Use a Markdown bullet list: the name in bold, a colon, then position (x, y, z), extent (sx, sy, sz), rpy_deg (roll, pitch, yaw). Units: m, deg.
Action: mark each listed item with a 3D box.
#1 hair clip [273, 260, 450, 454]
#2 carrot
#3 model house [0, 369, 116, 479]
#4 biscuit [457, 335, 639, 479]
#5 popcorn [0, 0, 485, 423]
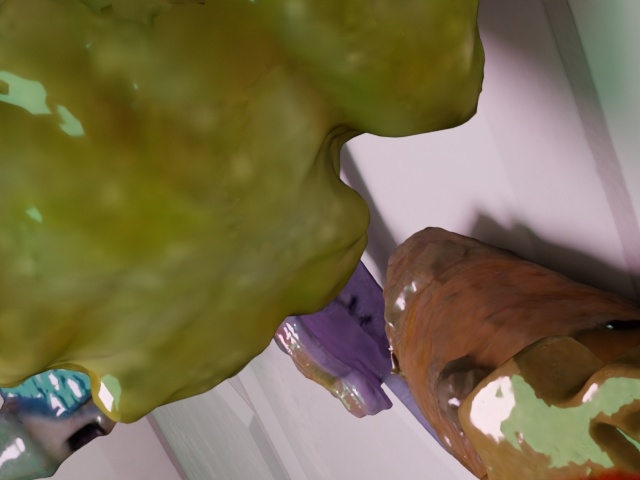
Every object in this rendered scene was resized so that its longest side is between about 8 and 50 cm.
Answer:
- **hair clip**: position (-0.014, 0.004, 1.064), extent (0.278, 0.090, 0.137), rpy_deg (63, 177, -22)
- **carrot**: position (0.075, 0.042, 0.817), extent (0.102, 0.102, 0.263), rpy_deg (62, 175, -20)
- **model house**: position (-0.245, 0.022, 1.621), extent (0.312, 0.280, 0.245), rpy_deg (56, 169, 2)
- **biscuit**: position (0.142, 0.123, 0.632), extent (0.238, 0.041, 0.212), rpy_deg (42, 135, 4)
- **popcorn**: position (-0.065, -0.087, 0.695), extent (0.235, 0.241, 0.250), rpy_deg (57, -174, -46)
